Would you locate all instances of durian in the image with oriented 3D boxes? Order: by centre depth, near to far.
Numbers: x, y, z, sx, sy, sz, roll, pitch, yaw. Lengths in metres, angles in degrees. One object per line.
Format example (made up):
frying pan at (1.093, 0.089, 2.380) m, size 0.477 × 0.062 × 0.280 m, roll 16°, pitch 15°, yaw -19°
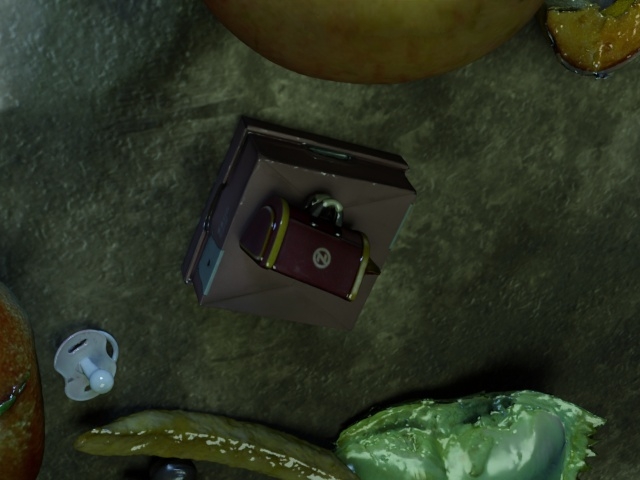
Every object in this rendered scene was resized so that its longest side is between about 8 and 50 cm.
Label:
durian at (0.191, 0.315, 1.474) m, size 0.394 × 0.163 × 0.198 m, roll -2°, pitch 130°, yaw 9°

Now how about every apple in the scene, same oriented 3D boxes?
apple at (0.046, -0.298, 0.895) m, size 0.364 × 0.364 × 0.364 m, roll -9°, pitch 125°, yaw -13°

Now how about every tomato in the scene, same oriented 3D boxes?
tomato at (-0.427, 0.164, 1.126) m, size 0.304 × 0.239 × 0.303 m, roll -6°, pitch 122°, yaw -9°

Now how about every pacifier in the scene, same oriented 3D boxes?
pacifier at (-0.266, 0.152, 1.273) m, size 0.081 × 0.078 × 0.099 m, roll -32°, pitch 129°, yaw -23°

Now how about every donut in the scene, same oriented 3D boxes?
donut at (0.322, -0.263, 1.189) m, size 0.181 × 0.078 × 0.146 m, roll -45°, pitch 126°, yaw 6°

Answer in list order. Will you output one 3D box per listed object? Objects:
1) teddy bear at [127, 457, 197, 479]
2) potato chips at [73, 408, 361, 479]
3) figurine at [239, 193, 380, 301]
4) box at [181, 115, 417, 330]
teddy bear at (-0.211, 0.357, 1.429) m, size 0.119 × 0.078 × 0.160 m, roll 11°, pitch 120°, yaw -21°
potato chips at (-0.116, 0.275, 1.405) m, size 0.407 × 0.080 × 0.057 m, roll 17°, pitch 129°, yaw -20°
figurine at (0.001, 0.000, 1.161) m, size 0.154 × 0.082 × 0.098 m, roll 20°, pitch 94°, yaw -28°
box at (-0.022, -0.011, 1.236) m, size 0.215 × 0.086 × 0.215 m, roll 12°, pitch 119°, yaw -25°
